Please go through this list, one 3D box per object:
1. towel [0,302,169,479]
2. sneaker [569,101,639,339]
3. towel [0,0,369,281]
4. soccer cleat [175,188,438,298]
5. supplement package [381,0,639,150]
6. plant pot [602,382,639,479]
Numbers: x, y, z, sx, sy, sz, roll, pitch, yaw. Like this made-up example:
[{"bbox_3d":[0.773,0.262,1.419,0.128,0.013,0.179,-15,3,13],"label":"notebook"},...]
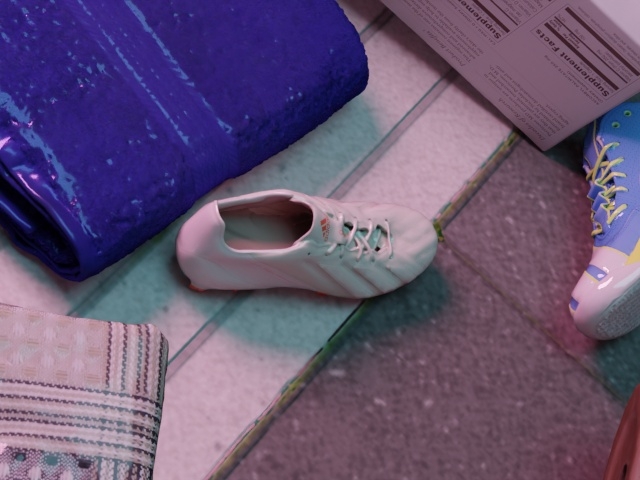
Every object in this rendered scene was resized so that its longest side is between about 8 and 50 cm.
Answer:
[{"bbox_3d":[-0.255,0.151,0.999,0.324,0.056,0.312,12,65,-8],"label":"towel"},{"bbox_3d":[0.223,-0.025,1.402,0.126,0.091,0.240,35,50,20],"label":"sneaker"},{"bbox_3d":[-0.129,-0.124,1.283,0.308,0.076,0.227,-36,88,-38],"label":"towel"},{"bbox_3d":[0.000,0.000,1.263,0.196,0.076,0.068,-3,63,-29],"label":"soccer cleat"},{"bbox_3d":[0.150,-0.240,1.418,0.262,0.145,0.204,41,51,-13],"label":"supplement package"},{"bbox_3d":[0.297,0.186,1.215,0.229,0.263,0.263,15,54,2],"label":"plant pot"}]
